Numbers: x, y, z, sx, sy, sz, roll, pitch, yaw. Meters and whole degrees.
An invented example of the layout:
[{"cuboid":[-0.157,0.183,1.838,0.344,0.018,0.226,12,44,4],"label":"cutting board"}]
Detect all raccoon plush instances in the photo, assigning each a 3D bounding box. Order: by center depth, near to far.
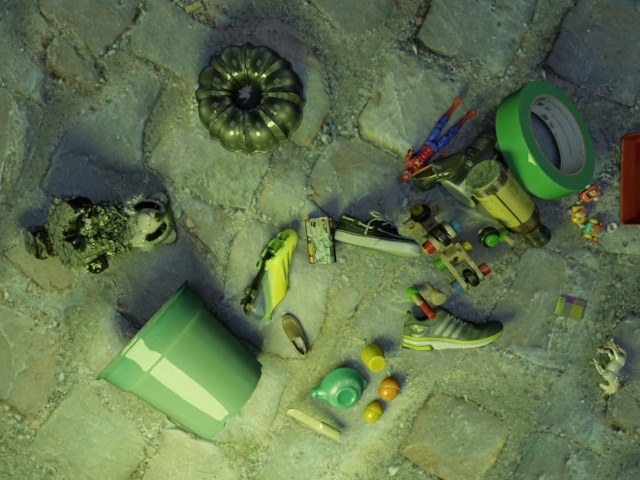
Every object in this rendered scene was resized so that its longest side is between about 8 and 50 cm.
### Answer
[{"cuboid":[-0.642,-0.059,1.455,0.446,0.299,0.216,13,110,32],"label":"raccoon plush"}]

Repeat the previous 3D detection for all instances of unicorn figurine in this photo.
[{"cuboid":[0.856,0.381,1.465,0.111,0.060,0.162,39,93,0],"label":"unicorn figurine"}]

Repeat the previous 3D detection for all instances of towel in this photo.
[{"cuboid":[0.750,0.204,1.486,0.083,0.009,0.060,15,93,1],"label":"towel"}]

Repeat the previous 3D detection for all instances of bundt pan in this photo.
[{"cuboid":[-0.210,-0.417,1.424,0.331,0.124,0.331,0,92,2],"label":"bundt pan"}]

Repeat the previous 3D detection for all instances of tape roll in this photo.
[{"cuboid":[0.619,-0.274,1.352,0.321,0.077,0.321,10,70,-30],"label":"tape roll"}]

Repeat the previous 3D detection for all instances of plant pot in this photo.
[{"cuboid":[1.028,-0.176,1.357,0.236,0.267,0.267,-2,92,-11],"label":"plant pot"},{"cuboid":[-0.362,0.343,1.369,0.334,0.341,0.341,42,92,-9],"label":"plant pot"}]

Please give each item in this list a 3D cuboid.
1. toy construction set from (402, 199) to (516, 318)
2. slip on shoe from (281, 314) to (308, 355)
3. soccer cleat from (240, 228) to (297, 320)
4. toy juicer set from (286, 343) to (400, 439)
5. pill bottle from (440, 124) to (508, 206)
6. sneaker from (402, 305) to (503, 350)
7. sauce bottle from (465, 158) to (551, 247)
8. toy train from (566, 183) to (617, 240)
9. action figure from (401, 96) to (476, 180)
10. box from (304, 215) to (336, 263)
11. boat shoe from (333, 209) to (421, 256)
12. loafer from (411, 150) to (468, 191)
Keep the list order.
[{"cuboid":[0.330,0.033,1.423,0.257,0.237,0.309,18,112,-29],"label":"toy construction set"},{"cuboid":[-0.077,0.287,1.487,0.051,0.041,0.135,-23,92,2],"label":"slip on shoe"},{"cuboid":[-0.132,0.103,1.473,0.121,0.093,0.289,27,88,-30],"label":"soccer cleat"},{"cuboid":[0.085,0.472,1.479,0.329,0.089,0.209,-34,109,-1],"label":"toy juicer set"},{"cuboid":[0.470,-0.226,1.415,0.130,0.130,0.245,40,93,-1],"label":"pill bottle"},{"cuboid":[0.385,0.252,1.449,0.300,0.111,0.121,-5,88,-1],"label":"sneaker"},{"cuboid":[0.529,-0.088,1.364,0.344,0.111,0.111,37,93,-34],"label":"sauce bottle"},{"cuboid":[0.807,-0.081,1.456,0.125,0.046,0.166,-31,91,2],"label":"toy train"},{"cuboid":[0.332,-0.285,1.417,0.091,0.139,0.280,40,95,1],"label":"action figure"},{"cuboid":[0.000,0.000,1.455,0.094,0.027,0.137,-3,93,46],"label":"box"},{"cuboid":[0.159,-0.024,1.371,0.113,0.306,0.105,18,87,-35],"label":"boat shoe"},{"cuboid":[0.331,-0.199,1.376,0.061,0.062,0.170,29,131,-31],"label":"loafer"}]
